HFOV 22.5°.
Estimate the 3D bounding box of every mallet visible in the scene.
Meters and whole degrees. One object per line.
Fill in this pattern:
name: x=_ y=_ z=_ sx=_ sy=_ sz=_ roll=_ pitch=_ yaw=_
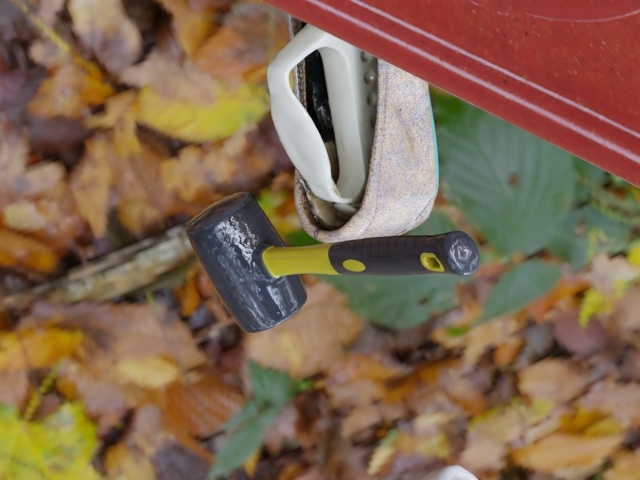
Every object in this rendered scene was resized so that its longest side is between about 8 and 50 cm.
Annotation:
mallet: x=0.000 y=0.000 z=0.687 sx=0.039 sy=0.062 sz=0.190 roll=-38 pitch=-170 yaw=-27

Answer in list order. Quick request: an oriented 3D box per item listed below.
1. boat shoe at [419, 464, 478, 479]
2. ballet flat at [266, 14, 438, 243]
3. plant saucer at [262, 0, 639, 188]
boat shoe: x=0.071 y=0.186 z=0.555 sx=0.098 sy=0.277 sz=0.096 roll=29 pitch=112 yaw=-39
ballet flat: x=0.011 y=-0.139 z=0.970 sx=0.106 sy=0.107 sz=0.316 roll=-24 pitch=114 yaw=-35
plant saucer: x=0.048 y=-0.120 z=0.395 sx=0.048 sy=0.259 sz=0.258 roll=-42 pitch=144 yaw=-28
